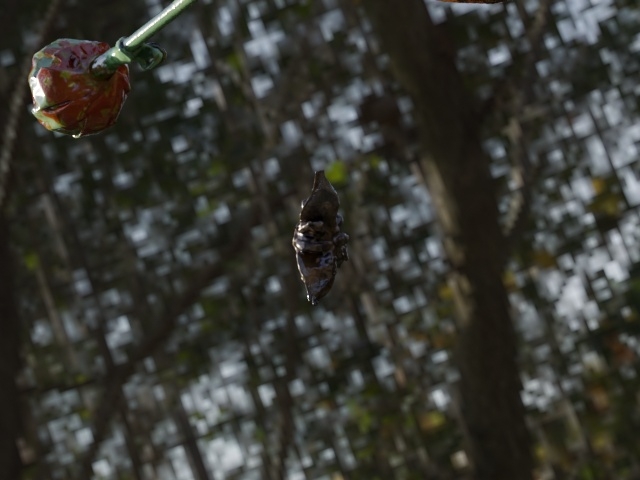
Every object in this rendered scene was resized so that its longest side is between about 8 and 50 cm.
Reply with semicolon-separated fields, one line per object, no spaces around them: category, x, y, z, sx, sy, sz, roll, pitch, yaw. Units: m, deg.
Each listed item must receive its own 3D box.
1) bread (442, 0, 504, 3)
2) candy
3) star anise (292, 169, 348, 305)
bread;0.180;-0.297;1.861;0.199;0.104;0.199;-7;24;3
candy;-0.153;-0.152;1.484;0.078;0.084;0.287;-6;-11;-29
star anise;0.000;-0.012;1.935;0.056;0.129;0.124;2;21;14
